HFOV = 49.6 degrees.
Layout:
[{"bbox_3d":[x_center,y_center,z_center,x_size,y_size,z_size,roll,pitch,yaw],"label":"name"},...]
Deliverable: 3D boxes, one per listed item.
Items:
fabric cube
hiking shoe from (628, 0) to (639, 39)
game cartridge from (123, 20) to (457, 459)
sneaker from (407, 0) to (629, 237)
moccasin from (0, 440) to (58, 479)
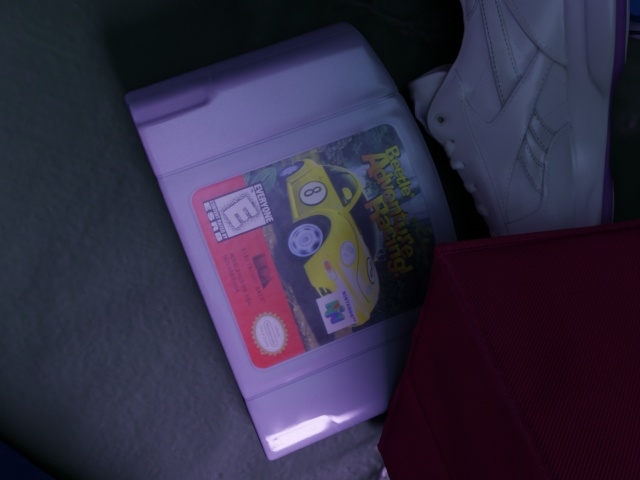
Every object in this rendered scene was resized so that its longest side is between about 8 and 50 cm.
[{"bbox_3d":[0.207,0.159,0.428,0.254,0.258,0.259,-7,137,-12],"label":"fabric cube"},{"bbox_3d":[0.326,-0.192,0.517,0.304,0.132,0.113,20,94,-10],"label":"hiking shoe"},{"bbox_3d":[0.000,0.000,0.521,0.196,0.060,0.294,-23,103,-12],"label":"game cartridge"},{"bbox_3d":[0.146,-0.068,0.530,0.152,0.114,0.305,2,106,16],"label":"sneaker"},{"bbox_3d":[-0.184,0.266,0.495,0.342,0.138,0.117,41,93,-1],"label":"moccasin"}]
